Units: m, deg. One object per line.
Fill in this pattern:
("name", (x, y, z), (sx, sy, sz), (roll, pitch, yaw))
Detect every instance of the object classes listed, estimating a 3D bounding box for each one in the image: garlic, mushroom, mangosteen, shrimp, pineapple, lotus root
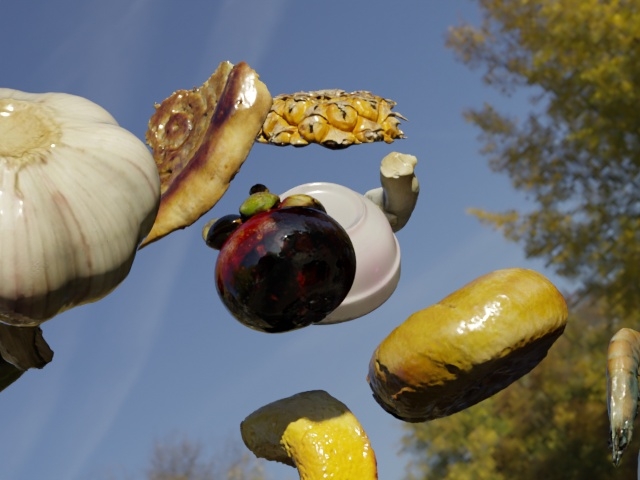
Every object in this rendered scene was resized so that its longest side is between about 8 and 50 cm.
("garlic", (-0.260, 0.006, 1.057), (0.245, 0.245, 0.253), (-27, -44, -37))
("mushroom", (0.132, -0.079, 2.288), (0.099, 0.096, 0.278), (-30, -12, -18))
("mangosteen", (-0.052, 0.018, 1.555), (0.200, 0.200, 0.200), (-37, -20, -15))
("shrimp", (0.526, 0.276, 2.009), (0.051, 0.198, 0.262), (-26, 39, 41))
("pineapple", (0.011, -0.163, 1.650), (0.225, 0.225, 0.076), (-15, -73, -53))
("lotus root", (-0.179, -0.015, 2.171), (0.054, 0.049, 0.099), (-17, 15, 1))

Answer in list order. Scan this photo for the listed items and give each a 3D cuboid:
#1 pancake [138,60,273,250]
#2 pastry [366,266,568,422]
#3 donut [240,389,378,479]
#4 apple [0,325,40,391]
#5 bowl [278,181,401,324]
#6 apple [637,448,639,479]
("pancake", (-0.151, -0.117, 1.543), (0.212, 0.257, 0.056), (-19, -36, 33))
("pastry", (0.237, 0.170, 2.029), (0.356, 0.163, 0.356), (-26, -19, -9))
("donut", (-0.004, 0.296, 1.644), (0.101, 0.259, 0.152), (3, -41, -40))
("apple", (-0.518, 0.145, 1.838), (0.196, 0.157, 0.196), (-32, -40, -33))
("bowl", (0.000, 0.000, 2.172), (0.287, 0.287, 0.143), (-30, -43, -31))
("apple", (0.517, 0.264, 1.162), (0.474, 0.473, 0.473), (-37, -20, -15))
